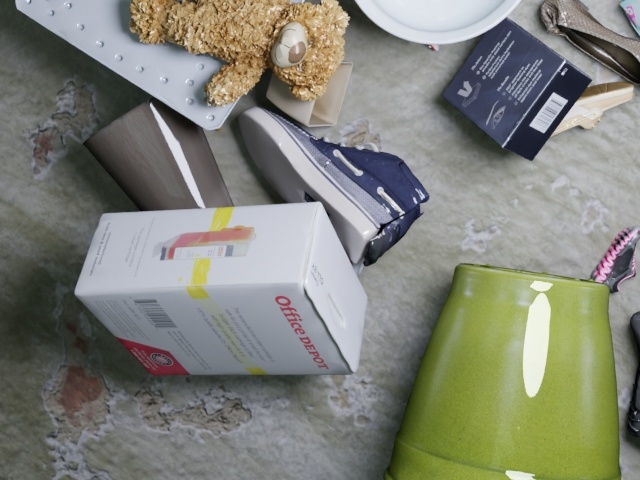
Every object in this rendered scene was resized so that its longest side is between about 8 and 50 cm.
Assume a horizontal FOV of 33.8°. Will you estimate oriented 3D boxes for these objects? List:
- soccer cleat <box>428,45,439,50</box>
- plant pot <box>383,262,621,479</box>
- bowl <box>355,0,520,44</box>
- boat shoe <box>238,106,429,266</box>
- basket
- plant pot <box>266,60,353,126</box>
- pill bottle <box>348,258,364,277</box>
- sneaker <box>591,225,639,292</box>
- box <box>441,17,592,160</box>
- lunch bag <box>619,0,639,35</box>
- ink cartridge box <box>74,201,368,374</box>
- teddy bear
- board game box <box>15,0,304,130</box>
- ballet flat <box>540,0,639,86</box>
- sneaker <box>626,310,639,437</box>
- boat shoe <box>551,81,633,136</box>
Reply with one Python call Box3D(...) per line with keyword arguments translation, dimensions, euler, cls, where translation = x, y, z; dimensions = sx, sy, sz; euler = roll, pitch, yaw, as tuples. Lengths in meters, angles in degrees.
Box3D(translation=(0.176, -0.345, 1.682), dimensions=(0.035, 0.029, 0.083), euler=(-23, 90, 21), cls="soccer cleat")
Box3D(translation=(0.300, 0.221, 1.621), dimensions=(0.366, 0.366, 0.353), euler=(8, 91, 12), cls="plant pot")
Box3D(translation=(0.185, -0.439, 1.597), dimensions=(0.297, 0.134, 0.298), euler=(1, 93, 10), cls="bowl")
Box3D(translation=(0.024, -0.117, 1.725), dimensions=(0.158, 0.127, 0.340), euler=(-34, 71, -26), cls="boat shoe")
Box3D(translation=(-0.254, -0.117, 1.768), dimensions=(0.204, 0.154, 0.227), euler=(-30, 97, 15), cls="basket")
Box3D(translation=(-0.024, -0.252, 1.711), dimensions=(0.096, 0.109, 0.109), euler=(22, 105, 21), cls="plant pot")
Box3D(translation=(0.000, 0.000, 1.760), dimensions=(0.160, 0.087, 0.087), euler=(18, 104, 10), cls="pill bottle")
Box3D(translation=(0.484, 0.032, 1.679), dimensions=(0.057, 0.047, 0.119), euler=(29, 113, -1), cls="sneaker")
Box3D(translation=(0.298, -0.233, 1.605), dimensions=(0.156, 0.093, 0.158), euler=(-55, 50, 17), cls="box")
Box3D(translation=(0.595, -0.332, 1.522), dimensions=(0.262, 0.160, 0.223), euler=(-34, 96, 32), cls="lunch bag")
Box3D(translation=(-0.145, 0.086, 1.682), dimensions=(0.384, 0.160, 0.279), euler=(-2, 144, 21), cls="ink cartridge box")
Box3D(translation=(-0.129, -0.332, 1.588), dimensions=(0.338, 0.113, 0.245), euler=(41, 88, 6), cls="teddy bear")
Box3D(translation=(-0.220, -0.428, 1.682), dimensions=(0.390, 0.050, 0.390), euler=(33, 85, 5), cls="board game box")
Box3D(translation=(0.435, -0.288, 1.592), dimensions=(0.250, 0.084, 0.058), euler=(39, 68, 11), cls="ballet flat")
Box3D(translation=(0.540, 0.252, 1.678), dimensions=(0.130, 0.109, 0.286), euler=(-21, 94, 22), cls="sneaker")
Box3D(translation=(0.408, -0.200, 1.643), dimensions=(0.170, 0.063, 0.059), euler=(-16, 109, 17), cls="boat shoe")
